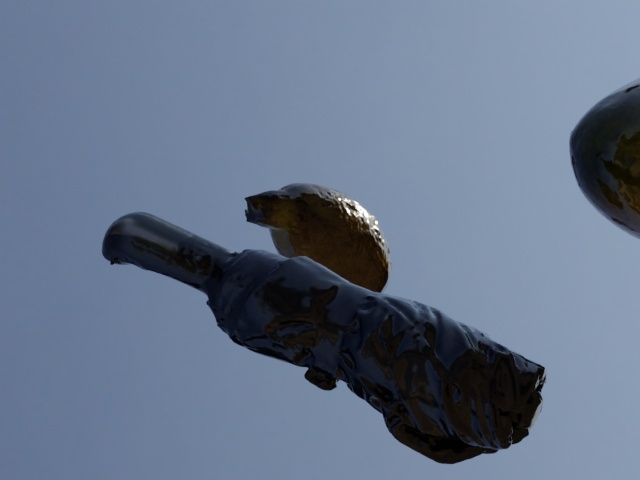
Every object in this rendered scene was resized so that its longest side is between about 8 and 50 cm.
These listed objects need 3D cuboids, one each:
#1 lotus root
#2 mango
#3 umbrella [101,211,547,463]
[{"bbox_3d":[0.000,0.000,1.671,0.190,0.094,0.108,47,-148,-53],"label":"lotus root"},{"bbox_3d":[0.236,-0.044,1.053,0.221,0.151,0.120,-9,-67,-60],"label":"mango"},{"bbox_3d":[-0.008,0.042,0.892,0.071,0.248,0.071,-55,-21,-33],"label":"umbrella"}]
